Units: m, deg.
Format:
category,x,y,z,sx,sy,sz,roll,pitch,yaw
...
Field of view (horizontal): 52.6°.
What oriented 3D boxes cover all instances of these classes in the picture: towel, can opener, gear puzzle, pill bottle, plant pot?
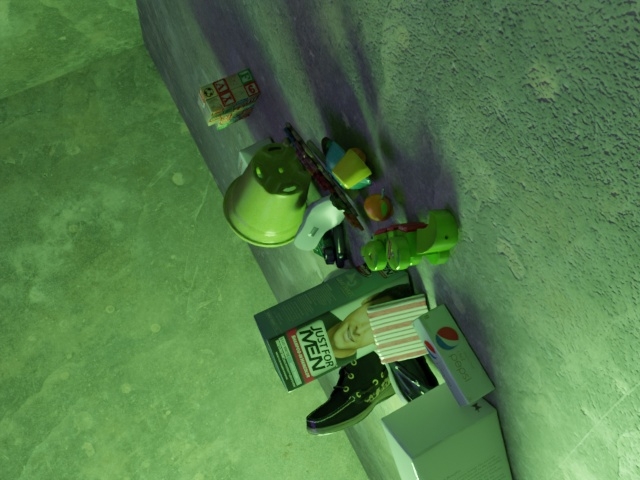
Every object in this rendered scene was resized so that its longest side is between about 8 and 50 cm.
category,x,y,z,sx,sy,sz,roll,pitch,yaw
towel,0.199,0.216,1.582,0.029,0.144,0.197,-98,-7,-56
can opener,0.052,0.013,1.917,0.186,0.073,0.059,94,156,-47
gear puzzle,0.011,-0.137,1.595,0.339,0.044,0.175,50,-176,-39
pill bottle,0.056,0.164,2.031,0.121,0.121,0.216,61,168,9
plant pot,-0.142,-0.154,1.964,0.276,0.276,0.254,60,154,14

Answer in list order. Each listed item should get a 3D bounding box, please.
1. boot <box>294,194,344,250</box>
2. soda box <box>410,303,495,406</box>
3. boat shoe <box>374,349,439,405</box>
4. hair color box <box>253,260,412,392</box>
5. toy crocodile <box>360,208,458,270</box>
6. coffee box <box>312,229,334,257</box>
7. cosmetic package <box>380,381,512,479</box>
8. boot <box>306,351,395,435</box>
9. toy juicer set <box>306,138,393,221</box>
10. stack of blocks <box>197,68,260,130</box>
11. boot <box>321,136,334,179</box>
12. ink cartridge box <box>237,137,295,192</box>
category,x,y,z,sx,sy,sz,roll,pitch,yaw
boot,0.001,-0.084,1.848,0.258,0.095,0.123,-46,25,48
soda box,0.291,0.254,1.440,0.216,0.074,0.069,60,166,13
boat shoe,0.207,0.276,1.725,0.113,0.127,0.340,-51,53,44
hair color box,0.045,0.201,1.606,0.113,0.374,0.185,49,160,54
toy crocodile,0.172,0.004,1.346,0.340,0.115,0.105,167,96,-74
coffee box,0.000,0.000,2.110,0.113,0.040,0.184,68,165,-19
cosmetic package,0.330,0.585,1.583,0.161,0.230,0.453,41,153,59
boot,0.079,0.350,1.836,0.138,0.377,0.284,-4,107,57
toy juicer set,0.087,-0.146,1.483,0.209,0.089,0.329,47,-177,-22
stack of blocks,-0.313,-0.456,2.154,0.087,0.171,0.297,64,167,-2
boot,0.027,-0.201,1.649,0.118,0.042,0.087,65,168,-4
ink cartridge box,-0.172,-0.181,2.238,0.289,0.122,0.211,62,167,4
